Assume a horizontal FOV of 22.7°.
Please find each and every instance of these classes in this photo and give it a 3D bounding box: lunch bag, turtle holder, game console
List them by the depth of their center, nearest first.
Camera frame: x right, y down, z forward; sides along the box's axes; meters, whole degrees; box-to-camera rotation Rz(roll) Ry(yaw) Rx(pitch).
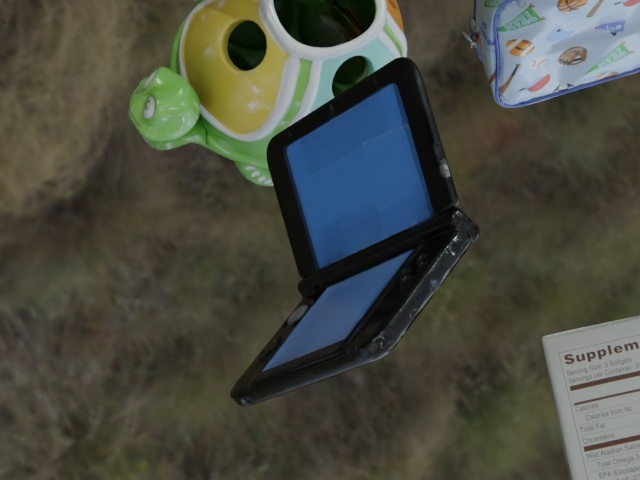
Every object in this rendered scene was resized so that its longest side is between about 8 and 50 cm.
[{"bbox_3d":[0.000,0.000,0.646,0.107,0.071,0.122,-51,-167,-31],"label":"game console"},{"bbox_3d":[-0.058,-0.209,1.727,0.320,0.243,0.227,0,163,-18],"label":"turtle holder"},{"bbox_3d":[0.324,-0.282,1.938,0.303,0.115,0.243,-15,147,-2],"label":"lunch bag"}]

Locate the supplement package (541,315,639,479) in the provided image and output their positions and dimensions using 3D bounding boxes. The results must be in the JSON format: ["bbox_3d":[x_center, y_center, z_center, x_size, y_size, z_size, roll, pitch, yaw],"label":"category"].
[{"bbox_3d":[0.189,0.139,0.844,0.105,0.179,0.105,-13,146,8],"label":"supplement package"}]
